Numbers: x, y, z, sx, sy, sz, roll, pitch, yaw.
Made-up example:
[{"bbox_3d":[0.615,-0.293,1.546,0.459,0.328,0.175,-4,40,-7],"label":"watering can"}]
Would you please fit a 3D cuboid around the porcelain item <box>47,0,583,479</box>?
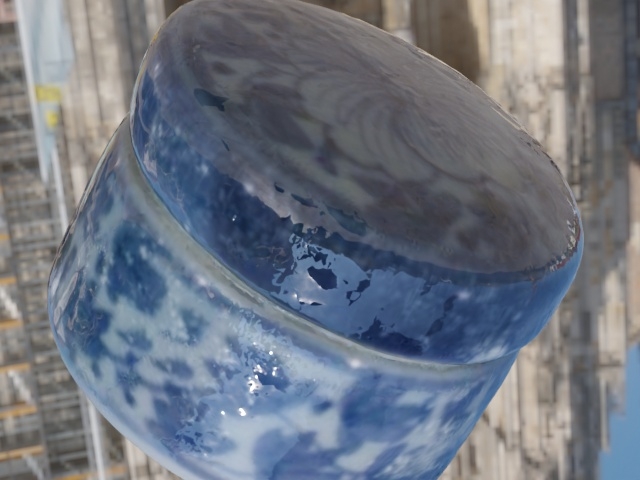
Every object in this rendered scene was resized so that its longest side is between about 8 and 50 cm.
[{"bbox_3d":[0.000,0.000,0.434,0.147,0.114,0.147,23,-152,-13],"label":"porcelain item"}]
